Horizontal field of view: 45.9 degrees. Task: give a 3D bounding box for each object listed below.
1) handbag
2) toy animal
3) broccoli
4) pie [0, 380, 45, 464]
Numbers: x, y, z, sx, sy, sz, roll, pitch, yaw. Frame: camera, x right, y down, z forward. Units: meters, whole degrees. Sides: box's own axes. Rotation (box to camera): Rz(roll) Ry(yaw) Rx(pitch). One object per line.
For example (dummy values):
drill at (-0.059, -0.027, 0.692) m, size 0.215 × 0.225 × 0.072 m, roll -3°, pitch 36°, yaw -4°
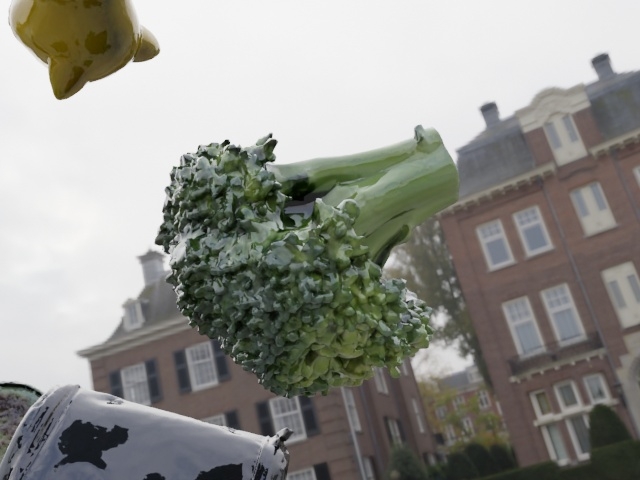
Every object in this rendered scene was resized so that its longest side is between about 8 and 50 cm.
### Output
handbag at (-0.189, 0.292, 0.752) m, size 0.302 × 0.274 × 0.178 m, roll 16°, pitch -5°, yaw 2°
toy animal at (-0.246, -0.272, 0.781) m, size 0.156 × 0.156 × 0.229 m, roll -9°, pitch -51°, yaw -12°
broccoli at (-0.011, 0.016, 0.654) m, size 0.260 × 0.288 × 0.235 m, roll -4°, pitch -54°, yaw -22°
pie at (-0.484, 0.318, 1.110) m, size 0.241 × 0.240 × 0.054 m, roll -9°, pitch -28°, yaw -14°
